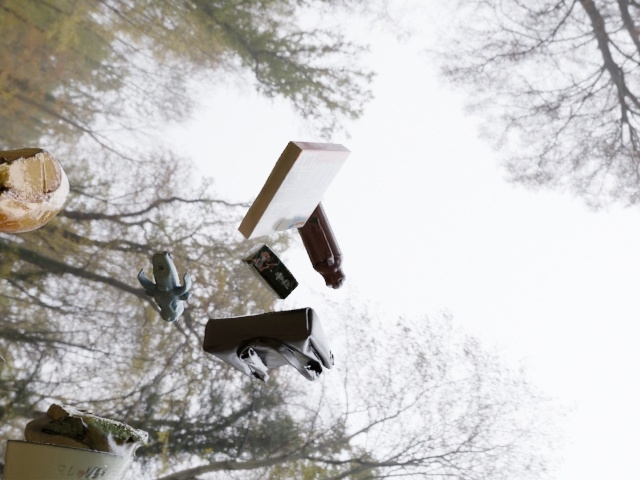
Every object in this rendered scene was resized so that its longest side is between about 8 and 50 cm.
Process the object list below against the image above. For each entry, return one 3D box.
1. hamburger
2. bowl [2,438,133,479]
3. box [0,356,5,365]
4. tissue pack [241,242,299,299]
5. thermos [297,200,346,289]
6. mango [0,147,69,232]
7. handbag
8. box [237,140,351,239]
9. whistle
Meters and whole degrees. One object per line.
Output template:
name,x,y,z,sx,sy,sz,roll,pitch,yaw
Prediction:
hamburger,-0.612,0.521,1.331,0.265,0.285,0.134,110,1,-64
bowl,-0.496,0.463,0.979,0.237,0.237,0.126,-16,-126,37
box,-0.652,0.212,0.976,0.053,0.083,0.024,-9,-145,40
tissue pack,-0.153,0.094,1.557,0.090,0.170,0.103,-45,-165,-18
thermos,0.005,-0.001,1.631,0.136,0.109,0.330,-30,-99,51
mango,-0.532,-0.090,0.895,0.126,0.252,0.154,5,-86,2
handbag,-0.120,0.274,1.269,0.285,0.257,0.113,-9,-129,13
box,-0.060,-0.130,1.285,0.048,0.273,0.265,41,-67,16
whistle,-0.503,0.158,1.673,0.180,0.269,0.093,3,-149,15
